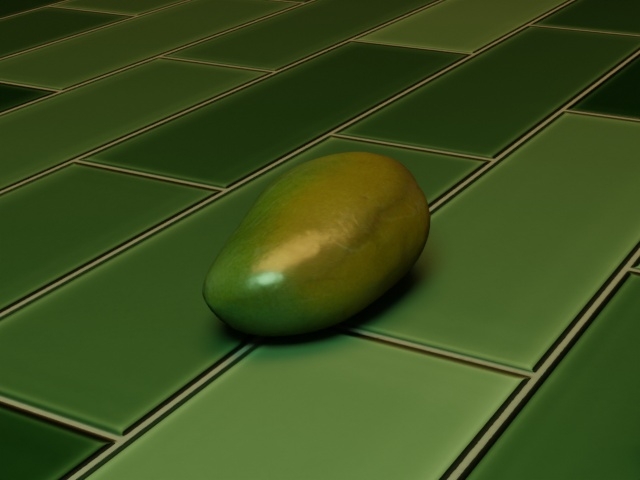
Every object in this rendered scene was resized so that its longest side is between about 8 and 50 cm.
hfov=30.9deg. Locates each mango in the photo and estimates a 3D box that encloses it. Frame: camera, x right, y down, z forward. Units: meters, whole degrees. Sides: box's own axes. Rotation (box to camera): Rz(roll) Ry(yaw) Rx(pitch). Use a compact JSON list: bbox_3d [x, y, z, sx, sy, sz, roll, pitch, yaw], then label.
[{"bbox_3d":[0.000,0.000,0.991,0.156,0.114,0.251,17,28,22],"label":"mango"}]
